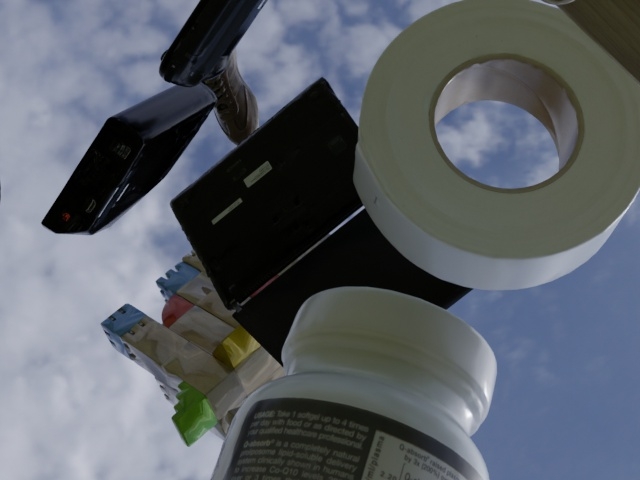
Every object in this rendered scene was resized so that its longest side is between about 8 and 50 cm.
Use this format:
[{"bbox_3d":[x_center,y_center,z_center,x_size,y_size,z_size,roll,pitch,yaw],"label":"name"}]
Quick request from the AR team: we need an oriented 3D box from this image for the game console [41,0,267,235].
[{"bbox_3d":[-0.104,-0.154,1.002,0.044,0.213,0.361,37,-71,-1],"label":"game console"}]

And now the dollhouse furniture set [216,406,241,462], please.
[{"bbox_3d":[0.013,0.210,1.035,0.129,0.184,0.129,45,-47,32],"label":"dollhouse furniture set"}]

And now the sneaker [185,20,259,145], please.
[{"bbox_3d":[-0.141,-0.215,1.579,0.066,0.071,0.188,-17,-92,36],"label":"sneaker"}]

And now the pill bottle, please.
[{"bbox_3d":[0.007,0.176,0.665,0.162,0.162,0.278,3,-125,26],"label":"pill bottle"}]

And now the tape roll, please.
[{"bbox_3d":[0.176,-0.097,1.165,0.286,0.100,0.286,0,-110,-1],"label":"tape roll"}]

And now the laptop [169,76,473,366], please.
[{"bbox_3d":[0.000,0.000,1.315,0.234,0.136,0.264,-39,-122,10],"label":"laptop"}]

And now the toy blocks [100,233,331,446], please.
[{"bbox_3d":[-0.107,0.094,1.558,0.261,0.381,0.190,25,-34,44],"label":"toy blocks"}]

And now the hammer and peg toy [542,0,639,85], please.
[{"bbox_3d":[0.325,-0.155,0.728,0.361,0.127,0.266,38,-49,-16],"label":"hammer and peg toy"}]
